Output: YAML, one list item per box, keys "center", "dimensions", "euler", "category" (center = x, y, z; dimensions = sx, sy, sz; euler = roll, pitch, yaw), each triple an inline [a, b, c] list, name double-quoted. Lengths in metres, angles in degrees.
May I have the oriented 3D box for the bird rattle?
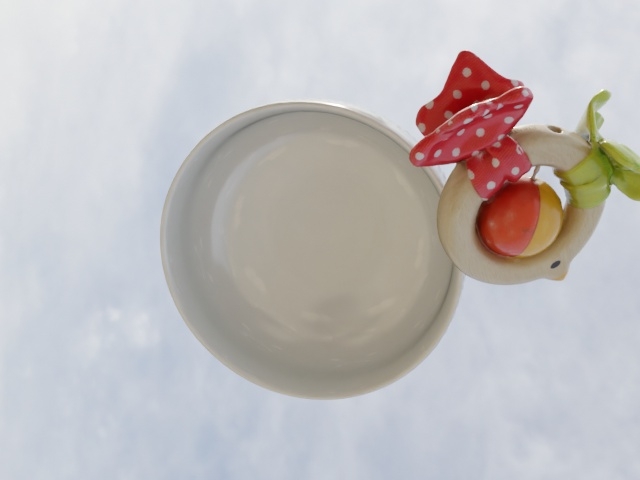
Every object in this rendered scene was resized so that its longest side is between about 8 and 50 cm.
- center: [0.188, -0.046, 0.927]
  dimensions: [0.143, 0.254, 0.206]
  euler: [50, -49, 49]
  category: "bird rattle"

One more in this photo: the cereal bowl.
- center: [0.000, 0.000, 1.156]
  dimensions: [0.339, 0.141, 0.338]
  euler: [3, -74, 12]
  category: "cereal bowl"
